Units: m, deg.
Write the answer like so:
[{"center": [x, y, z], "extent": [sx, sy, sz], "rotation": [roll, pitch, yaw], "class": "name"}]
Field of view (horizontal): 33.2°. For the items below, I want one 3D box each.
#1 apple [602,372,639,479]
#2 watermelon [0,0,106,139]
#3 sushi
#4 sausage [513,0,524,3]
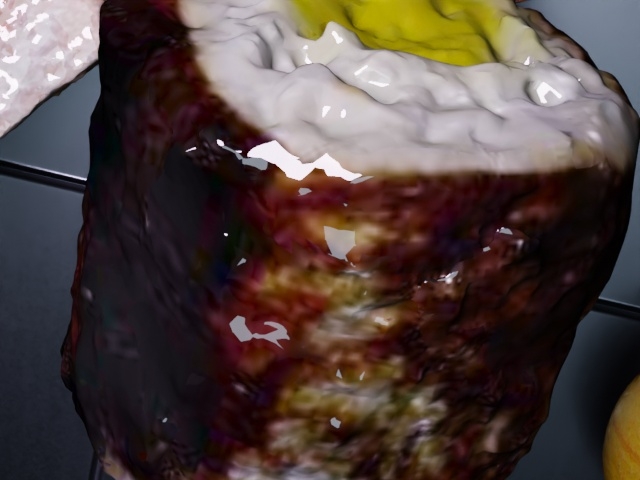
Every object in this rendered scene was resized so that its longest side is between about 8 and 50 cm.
[{"center": [0.290, 0.165, 0.770], "extent": [0.182, 0.155, 0.183], "rotation": [0, 111, -1], "class": "apple"}, {"center": [-0.288, -0.153, 0.663], "extent": [0.302, 0.151, 0.264], "rotation": [-31, 107, 13], "class": "watermelon"}, {"center": [0.000, 0.003, 0.640], "extent": [0.299, 0.281, 0.294], "rotation": [11, 123, -10], "class": "sushi"}, {"center": [0.131, -0.168, 0.712], "extent": [0.198, 0.025, 0.028], "rotation": [-11, 118, 7], "class": "sausage"}]
